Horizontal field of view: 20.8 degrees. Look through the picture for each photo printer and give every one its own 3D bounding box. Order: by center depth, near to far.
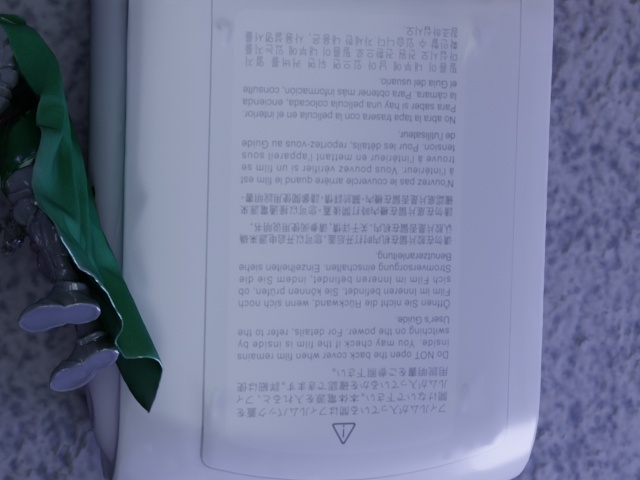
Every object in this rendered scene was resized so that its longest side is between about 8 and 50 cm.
[{"bbox_3d":[0.000,0.000,0.948,0.256,0.107,0.307,0,94,-15],"label":"photo printer"}]

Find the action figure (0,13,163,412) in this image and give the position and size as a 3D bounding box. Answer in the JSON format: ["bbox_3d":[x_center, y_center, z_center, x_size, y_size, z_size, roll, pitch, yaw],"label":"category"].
[{"bbox_3d":[-0.141,-0.035,0.865,0.063,0.232,0.137,-17,138,-5],"label":"action figure"}]
